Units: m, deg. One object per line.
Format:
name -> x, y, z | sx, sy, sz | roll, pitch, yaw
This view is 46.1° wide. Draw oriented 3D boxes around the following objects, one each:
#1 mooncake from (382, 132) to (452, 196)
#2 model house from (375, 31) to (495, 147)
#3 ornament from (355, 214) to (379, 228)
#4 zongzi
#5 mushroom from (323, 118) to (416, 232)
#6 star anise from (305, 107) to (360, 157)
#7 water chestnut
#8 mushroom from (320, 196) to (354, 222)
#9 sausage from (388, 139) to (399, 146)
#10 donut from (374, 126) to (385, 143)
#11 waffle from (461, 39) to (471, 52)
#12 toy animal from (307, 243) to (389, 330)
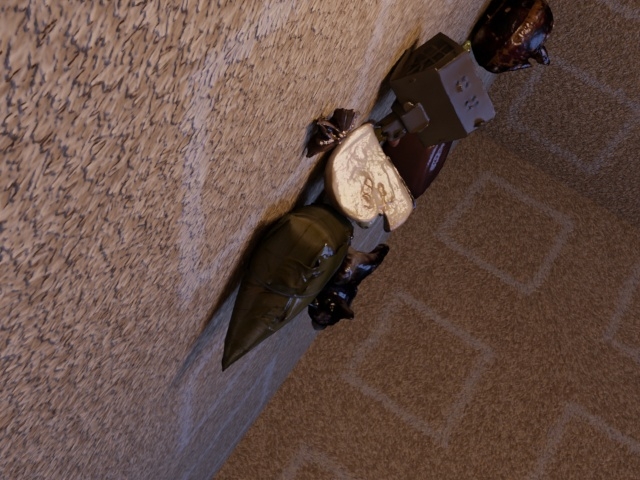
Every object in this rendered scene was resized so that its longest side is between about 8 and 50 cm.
mooncake -> 0.303, -0.277, 2.300 | 0.334, 0.174, 0.326 | -47, 164, -43
model house -> 0.231, -0.329, 1.744 | 0.243, 0.204, 0.211 | -36, 127, 2
ornament -> 0.173, -0.110, 2.483 | 0.156, 0.075, 0.081 | -55, -171, -2
zongzi -> -0.074, 0.095, 1.599 | 0.360, 0.160, 0.323 | -60, 169, 15
mushroom -> 0.071, -0.112, 1.654 | 0.173, 0.236, 0.162 | -34, -168, -23
star anise -> 0.031, -0.213, 1.414 | 0.129, 0.056, 0.124 | -35, 164, -27
water chestnut -> 0.644, -0.665, 2.442 | 0.300, 0.300, 0.300 | -55, 171, -13
mushroom -> 0.043, -0.088, 1.822 | 0.329, 0.122, 0.159 | -54, 134, -22
sausage -> 0.227, -0.341, 2.068 | 0.043, 0.043, 0.186 | -46, 165, -51
donut -> 0.143, -0.246, 1.902 | 0.038, 0.067, 0.083 | -97, -177, -78
waffle -> 0.412, -0.517, 2.399 | 0.214, 0.054, 0.208 | -55, 173, -20
toy animal -> 0.050, 0.147, 2.387 | 0.344, 0.194, 0.303 | -64, 175, 21
